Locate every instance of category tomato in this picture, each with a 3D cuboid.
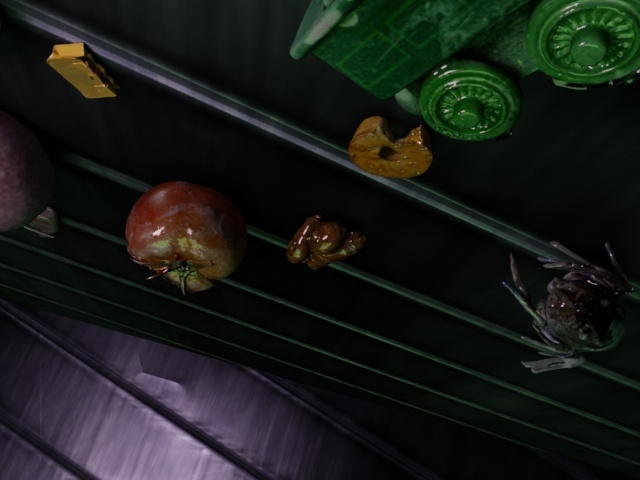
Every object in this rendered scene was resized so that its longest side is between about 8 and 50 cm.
[{"bbox_3d":[-0.217,-0.011,1.005,0.155,0.180,0.214,-16,146,40],"label":"tomato"}]

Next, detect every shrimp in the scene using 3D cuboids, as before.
[{"bbox_3d":[0.390,0.106,0.857,0.166,0.221,0.411,26,-178,42],"label":"shrimp"}]

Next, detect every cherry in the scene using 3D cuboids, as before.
[{"bbox_3d":[-0.573,-0.110,0.971,0.213,0.183,0.266,-15,126,-23],"label":"cherry"}]

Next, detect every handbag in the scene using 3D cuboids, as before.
[{"bbox_3d":[-0.320,-0.228,0.768,0.061,0.027,0.083,4,156,25],"label":"handbag"}]

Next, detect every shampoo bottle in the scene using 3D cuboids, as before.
[{"bbox_3d":[-0.676,-0.046,1.374,0.080,0.040,0.165,20,155,-14],"label":"shampoo bottle"}]

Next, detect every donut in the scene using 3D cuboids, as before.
[{"bbox_3d":[0.091,-0.120,0.730,0.108,0.043,0.097,17,156,-6],"label":"donut"}]

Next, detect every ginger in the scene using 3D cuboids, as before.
[{"bbox_3d":[0.000,0.000,1.023,0.103,0.073,0.162,16,154,-36],"label":"ginger"}]

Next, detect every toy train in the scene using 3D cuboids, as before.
[{"bbox_3d":[0.125,-0.192,0.427,0.202,0.145,0.266,30,153,-22],"label":"toy train"}]
